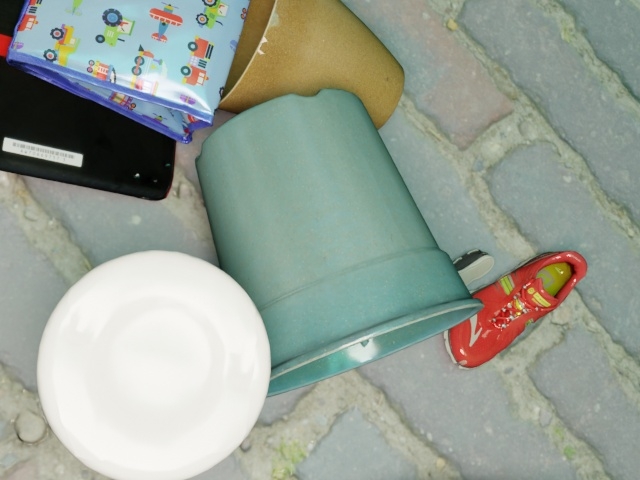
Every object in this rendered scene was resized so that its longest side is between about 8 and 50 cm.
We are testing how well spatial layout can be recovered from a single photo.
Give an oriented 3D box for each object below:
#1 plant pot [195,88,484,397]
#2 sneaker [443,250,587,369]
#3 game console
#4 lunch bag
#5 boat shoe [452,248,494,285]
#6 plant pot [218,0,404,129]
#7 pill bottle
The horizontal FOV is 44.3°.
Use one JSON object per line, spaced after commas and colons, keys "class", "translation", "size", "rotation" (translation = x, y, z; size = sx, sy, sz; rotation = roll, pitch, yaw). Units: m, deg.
{"class": "plant pot", "translation": [0.000, 0.000, 1.065], "size": [0.341, 0.341, 0.334], "rotation": [-15, 75, -20]}
{"class": "sneaker", "translation": [0.308, 0.095, 1.234], "size": [0.279, 0.118, 0.107], "rotation": [-37, 90, -21]}
{"class": "game console", "translation": [-0.370, -0.250, 1.082], "size": [0.386, 0.060, 0.342], "rotation": [10, 79, -33]}
{"class": "lunch bag", "translation": [-0.266, -0.294, 1.059], "size": [0.293, 0.138, 0.221], "rotation": [20, 76, -22]}
{"class": "boat shoe", "translation": [0.219, 0.052, 1.259], "size": [0.125, 0.038, 0.046], "rotation": [-30, 130, -16]}
{"class": "plant pot", "translation": [-0.010, -0.260, 1.175], "size": [0.254, 0.237, 0.237], "rotation": [22, 72, -26]}
{"class": "pill bottle", "translation": [-0.207, 0.154, 0.914], "size": [0.224, 0.392, 0.224], "rotation": [4, 77, -17]}
